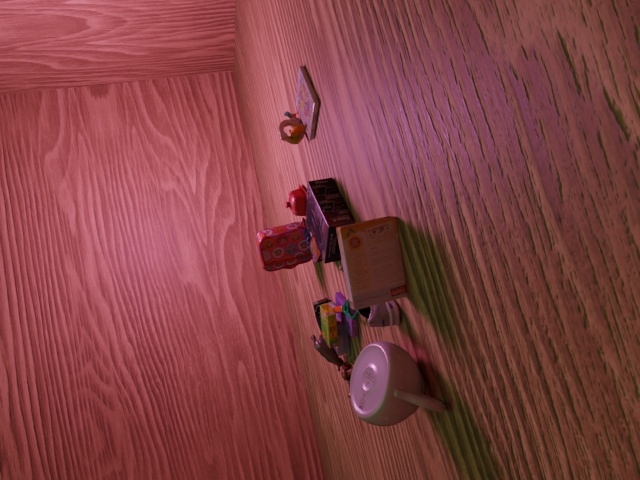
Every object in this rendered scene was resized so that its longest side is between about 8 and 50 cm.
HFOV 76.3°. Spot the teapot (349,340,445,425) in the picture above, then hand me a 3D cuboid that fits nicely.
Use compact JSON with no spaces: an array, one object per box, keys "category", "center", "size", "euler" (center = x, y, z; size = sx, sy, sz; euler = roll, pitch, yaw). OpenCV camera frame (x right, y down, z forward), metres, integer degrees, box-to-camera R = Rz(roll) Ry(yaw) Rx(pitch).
[{"category":"teapot","center":[0.219,0.429,1.202],"size":[0.253,0.187,0.256],"euler":[-56,23,33]}]

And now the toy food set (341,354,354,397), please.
[{"category":"toy food set","center":[0.134,0.649,1.910],"size":[0.128,0.071,0.218],"euler":[144,113,-74]}]

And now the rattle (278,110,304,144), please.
[{"category":"rattle","center":[-0.123,-0.554,1.869],"size":[0.143,0.130,0.200],"euler":[96,-175,-64]}]

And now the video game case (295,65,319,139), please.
[{"category":"video game case","center":[-0.060,-0.583,1.734],"size":[0.206,0.026,0.227],"euler":[104,151,-60]}]

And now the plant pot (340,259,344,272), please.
[{"category":"plant pot","center":[0.120,0.061,1.354],"size":[0.109,0.096,0.109],"euler":[100,180,-57]}]

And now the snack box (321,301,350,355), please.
[{"category":"snack box","center":[0.072,0.422,1.965],"size":[0.207,0.070,0.175],"euler":[-132,32,-65]}]

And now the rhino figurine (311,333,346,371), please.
[{"category":"rhino figurine","center":[0.052,0.562,2.016],"size":[0.243,0.073,0.106],"euler":[48,-179,-16]}]

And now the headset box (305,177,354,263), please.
[{"category":"headset box","center":[0.036,-0.070,1.615],"size":[0.218,0.110,0.293],"euler":[96,158,-49]}]

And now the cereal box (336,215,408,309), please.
[{"category":"cereal box","center":[0.149,0.063,1.167],"size":[0.047,0.172,0.240],"euler":[-165,64,-74]}]

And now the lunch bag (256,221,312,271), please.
[{"category":"lunch bag","center":[-0.188,0.047,2.210],"size":[0.120,0.292,0.258],"euler":[-123,21,-57]}]

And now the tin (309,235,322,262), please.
[{"category":"tin","center":[-0.012,0.030,1.825],"size":[0.190,0.040,0.106],"euler":[115,136,-65]}]

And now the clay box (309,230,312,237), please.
[{"category":"clay box","center":[0.000,0.000,1.928],"size":[0.222,0.053,0.128],"euler":[137,120,-73]}]

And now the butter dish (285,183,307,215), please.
[{"category":"butter dish","center":[-0.128,-0.195,2.128],"size":[0.160,0.118,0.160],"euler":[-127,28,-58]}]

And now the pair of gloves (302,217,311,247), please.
[{"category":"pair of gloves","center":[-0.051,-0.021,2.048],"size":[0.159,0.023,0.198],"euler":[35,-139,-70]}]

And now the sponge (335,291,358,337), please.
[{"category":"sponge","center":[0.114,0.325,1.803],"size":[0.210,0.031,0.117],"euler":[-129,31,-63]}]

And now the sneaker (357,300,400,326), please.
[{"category":"sneaker","center":[0.155,0.190,1.360],"size":[0.281,0.115,0.105],"euler":[-132,33,-63]}]

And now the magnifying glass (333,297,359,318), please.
[{"category":"magnifying glass","center":[0.109,0.286,1.712],"size":[0.231,0.026,0.092],"euler":[154,119,-63]}]

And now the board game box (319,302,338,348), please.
[{"category":"board game box","center":[0.038,0.385,1.839],"size":[0.092,0.043,0.182],"euler":[-133,35,-57]}]

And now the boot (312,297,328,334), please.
[{"category":"boot","center":[0.023,0.405,2.116],"size":[0.236,0.085,0.179],"euler":[97,155,-68]}]
